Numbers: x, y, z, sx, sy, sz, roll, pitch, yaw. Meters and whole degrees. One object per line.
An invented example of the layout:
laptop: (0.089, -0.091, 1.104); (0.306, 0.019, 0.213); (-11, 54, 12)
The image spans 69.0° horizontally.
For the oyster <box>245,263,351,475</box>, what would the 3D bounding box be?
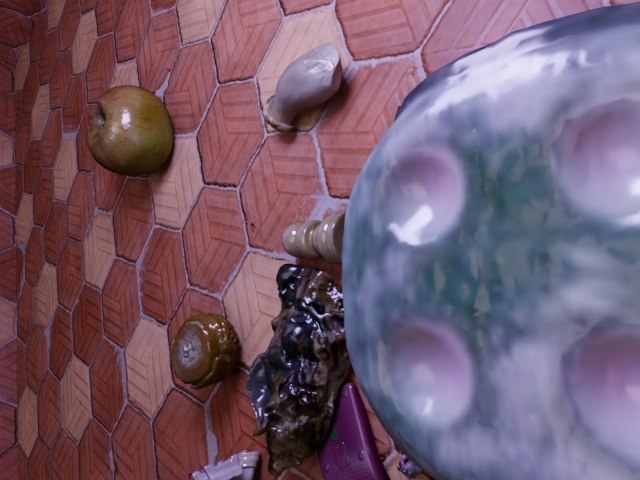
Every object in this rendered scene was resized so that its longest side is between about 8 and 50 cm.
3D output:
oyster: (-0.060, 0.221, 0.834); (0.221, 0.096, 0.360); (22, 93, 52)

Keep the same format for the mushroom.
mushroom: (-0.033, -0.289, 0.892); (0.212, 0.088, 0.097); (-33, 95, 41)

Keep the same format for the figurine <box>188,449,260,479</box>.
figurine: (-0.156, 0.534, 0.857); (0.182, 0.145, 0.256); (-34, 64, 34)

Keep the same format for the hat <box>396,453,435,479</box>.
hat: (0.188, 0.322, 0.611); (0.227, 0.129, 0.140); (-24, 85, 57)

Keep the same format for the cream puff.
cream puff: (-0.241, 0.231, 0.994); (0.165, 0.115, 0.150); (-34, 69, 24)

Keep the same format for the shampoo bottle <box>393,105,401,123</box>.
shampoo bottle: (0.122, -0.047, 0.724); (0.098, 0.071, 0.309); (24, 101, 41)

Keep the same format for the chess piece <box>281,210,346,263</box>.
chess piece: (0.000, 0.000, 0.829); (0.171, 0.094, 0.094); (-5, 81, 50)

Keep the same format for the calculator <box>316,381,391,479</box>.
calculator: (0.039, 0.345, 0.777); (0.127, 0.034, 0.190); (-39, 59, 34)

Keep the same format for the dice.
dice: (0.239, 0.029, 0.432); (0.328, 0.331, 0.347); (-7, 81, 41)

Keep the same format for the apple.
apple: (-0.511, -0.294, 1.261); (0.261, 0.194, 0.260); (-10, 75, 43)
